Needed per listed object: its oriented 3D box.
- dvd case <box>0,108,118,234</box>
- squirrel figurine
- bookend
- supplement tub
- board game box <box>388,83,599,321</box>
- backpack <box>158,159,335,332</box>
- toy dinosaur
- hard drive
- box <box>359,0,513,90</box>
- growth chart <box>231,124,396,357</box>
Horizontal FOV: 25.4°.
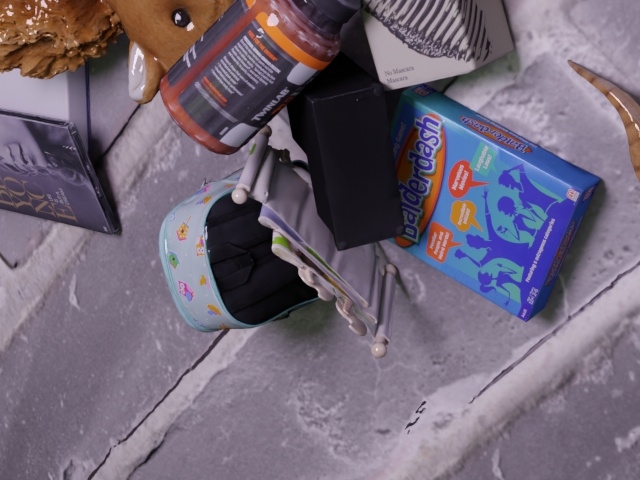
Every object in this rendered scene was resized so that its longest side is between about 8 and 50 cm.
[{"bbox_3d":[-0.358,-0.090,1.725,0.221,0.018,0.164,13,137,32],"label":"dvd case"},{"bbox_3d":[-0.228,-0.319,1.470,0.370,0.281,0.397,51,143,-7],"label":"squirrel figurine"},{"bbox_3d":[0.019,-0.093,1.425,0.156,0.072,0.157,-127,25,-66],"label":"bookend"},{"bbox_3d":[-0.054,-0.178,1.339,0.198,0.106,0.106,-42,83,23],"label":"supplement tub"},{"bbox_3d":[0.153,-0.039,1.418,0.210,0.047,0.160,31,124,22],"label":"board game box"},{"bbox_3d":[-0.087,0.011,1.513,0.144,0.188,0.166,-5,107,36],"label":"backpack"},{"bbox_3d":[0.304,-0.084,1.287,0.112,0.064,0.211,-24,94,40],"label":"toy dinosaur"},{"bbox_3d":[-0.418,-0.228,1.735,0.319,0.040,0.210,16,118,29],"label":"hard drive"},{"bbox_3d":[0.085,-0.289,1.332,0.113,0.094,0.275,-10,103,36],"label":"box"},{"bbox_3d":[0.000,0.000,1.441,0.021,0.172,0.237,-36,105,28],"label":"growth chart"}]
